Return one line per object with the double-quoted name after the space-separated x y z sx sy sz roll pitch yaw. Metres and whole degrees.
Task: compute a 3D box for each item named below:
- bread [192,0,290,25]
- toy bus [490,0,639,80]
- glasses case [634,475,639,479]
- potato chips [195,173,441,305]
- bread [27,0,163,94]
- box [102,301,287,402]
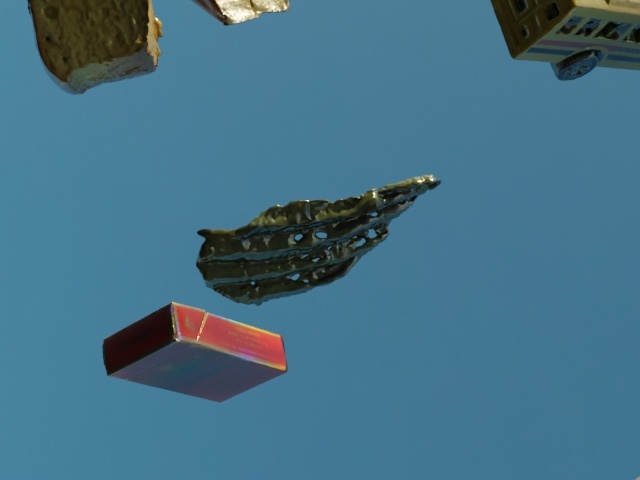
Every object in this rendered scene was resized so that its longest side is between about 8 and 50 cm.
-0.085 -0.248 0.989 0.139 0.074 0.084 43 -42 39 "bread"
0.331 -0.253 1.300 0.123 0.335 0.121 -39 -118 46 "toy bus"
0.249 0.237 0.932 0.074 0.193 0.049 5 -51 61 "glasses case"
0.000 0.000 0.937 0.028 0.207 0.092 52 -30 44 "potato chips"
-0.182 -0.211 0.930 0.103 0.065 0.187 -3 -88 0 "bread"
-0.135 0.124 1.291 0.112 0.175 0.048 -27 -122 31 "box"
